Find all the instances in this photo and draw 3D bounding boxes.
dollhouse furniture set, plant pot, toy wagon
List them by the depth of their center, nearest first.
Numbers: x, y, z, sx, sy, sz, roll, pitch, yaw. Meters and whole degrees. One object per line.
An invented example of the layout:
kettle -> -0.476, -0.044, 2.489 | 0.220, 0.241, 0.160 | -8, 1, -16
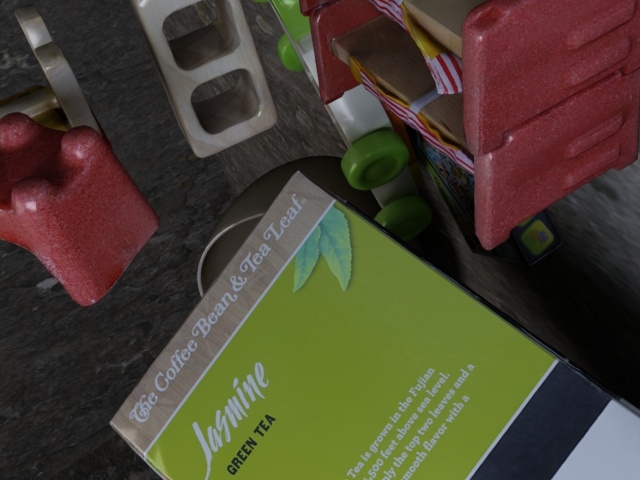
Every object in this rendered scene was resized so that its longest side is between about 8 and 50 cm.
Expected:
dollhouse furniture set -> -0.027, -0.067, 0.444 | 0.201, 0.374, 0.152 | 52, 165, 42
toy wagon -> 0.007, -0.156, 0.706 | 0.267, 0.068, 0.344 | 63, -176, 28
plant pot -> 0.000, 0.000, 1.004 | 0.191, 0.284, 0.284 | -82, -24, -44

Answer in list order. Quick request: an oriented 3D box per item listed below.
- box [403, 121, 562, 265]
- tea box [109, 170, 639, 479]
box -> 0.121, -0.079, 0.669 | 0.207, 0.036, 0.114 | 59, 171, -11
tea box -> 0.082, 0.152, 0.608 | 0.323, 0.220, 0.329 | 38, -179, 19
